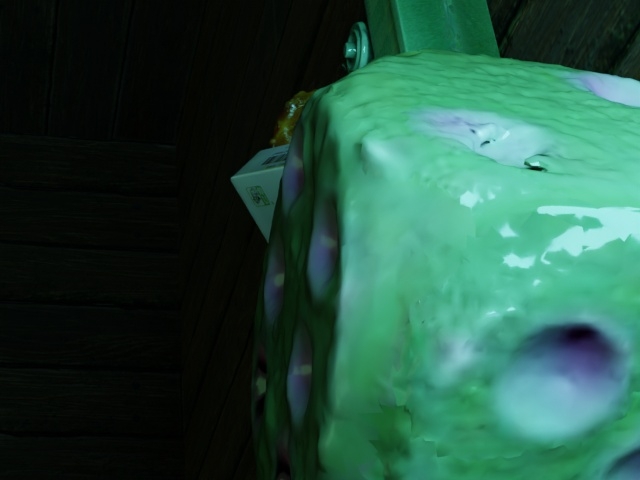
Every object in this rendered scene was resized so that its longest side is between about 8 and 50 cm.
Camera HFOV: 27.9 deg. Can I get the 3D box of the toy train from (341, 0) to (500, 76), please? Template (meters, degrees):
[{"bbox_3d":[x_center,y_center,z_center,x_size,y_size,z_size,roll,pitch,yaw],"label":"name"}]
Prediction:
[{"bbox_3d":[0.110,-0.189,1.433,0.202,0.120,0.300,114,155,-51],"label":"toy train"}]

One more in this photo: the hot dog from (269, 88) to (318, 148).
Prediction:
[{"bbox_3d":[0.010,-0.094,1.560,0.256,0.153,0.150,-51,-24,-48],"label":"hot dog"}]

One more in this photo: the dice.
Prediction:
[{"bbox_3d":[0.133,0.069,0.836,0.318,0.330,0.322,-119,36,-63],"label":"dice"}]

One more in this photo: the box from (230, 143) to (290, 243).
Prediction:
[{"bbox_3d":[0.046,-0.027,1.347,0.261,0.062,0.175,-8,119,45],"label":"box"}]
